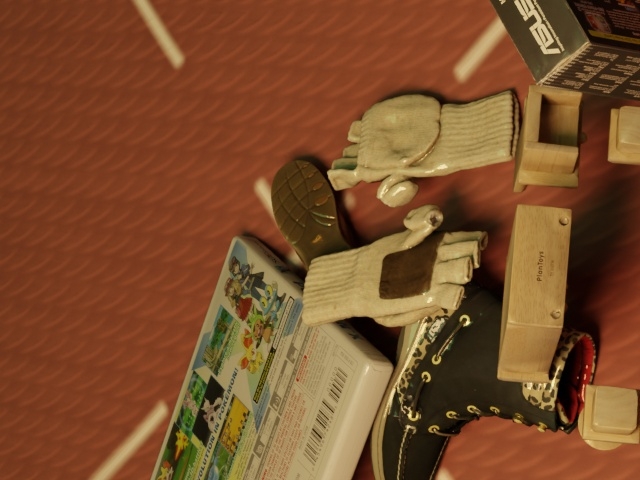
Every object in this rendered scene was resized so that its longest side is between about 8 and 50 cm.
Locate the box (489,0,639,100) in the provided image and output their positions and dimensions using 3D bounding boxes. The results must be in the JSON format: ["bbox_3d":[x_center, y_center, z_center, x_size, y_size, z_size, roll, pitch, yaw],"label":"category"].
[{"bbox_3d":[0.224,-0.220,1.661,0.060,0.270,0.216,-39,67,32],"label":"box"}]

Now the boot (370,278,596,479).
[{"bbox_3d":[0.148,0.158,1.847,0.179,0.085,0.236,22,105,35],"label":"boot"}]

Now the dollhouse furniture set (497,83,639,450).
[{"bbox_3d":[0.336,0.043,1.694,0.356,0.174,0.303,5,73,3],"label":"dollhouse furniture set"}]

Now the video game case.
[{"bbox_3d":[-0.062,0.202,1.998,0.300,0.036,0.329,41,117,52],"label":"video game case"}]

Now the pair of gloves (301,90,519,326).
[{"bbox_3d":[0.079,-0.034,1.874,0.204,0.042,0.240,-2,63,38],"label":"pair of gloves"}]

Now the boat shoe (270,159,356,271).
[{"bbox_3d":[0.001,0.000,1.980,0.064,0.060,0.178,-26,59,1],"label":"boat shoe"}]
